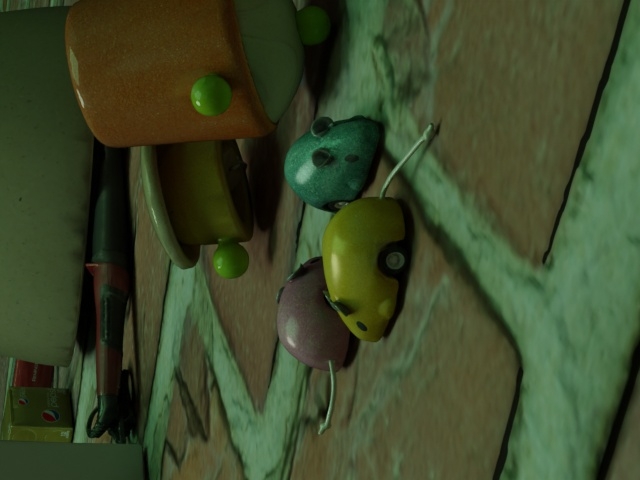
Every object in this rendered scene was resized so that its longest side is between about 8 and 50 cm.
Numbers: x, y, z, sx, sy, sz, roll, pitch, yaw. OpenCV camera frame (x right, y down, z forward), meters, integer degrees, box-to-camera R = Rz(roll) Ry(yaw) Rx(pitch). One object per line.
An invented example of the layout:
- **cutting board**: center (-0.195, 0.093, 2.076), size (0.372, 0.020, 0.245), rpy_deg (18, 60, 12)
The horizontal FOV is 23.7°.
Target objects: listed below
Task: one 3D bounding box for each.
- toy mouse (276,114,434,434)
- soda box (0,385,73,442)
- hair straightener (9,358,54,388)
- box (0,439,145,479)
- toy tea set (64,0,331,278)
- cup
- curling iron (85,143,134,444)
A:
- **toy mouse**: center (0.000, 0.000, 0.688), size (0.143, 0.031, 0.161), rpy_deg (-124, 40, -62)
- **soda box**: center (-0.287, 0.228, 1.503), size (0.058, 0.061, 0.181), rpy_deg (-108, 27, -51)
- **hair straightener**: center (-0.305, 0.077, 1.613), size (0.089, 0.047, 0.230), rpy_deg (144, 128, -67)
- **box**: center (-0.240, 0.326, 1.161), size (0.345, 0.168, 0.215), rpy_deg (115, 153, -51)
- **toy tea set**: center (-0.057, -0.158, 0.833), size (0.200, 0.124, 0.336), rpy_deg (61, -161, -65)
- **cup**: center (-0.334, -0.057, 1.373), size (0.331, 0.237, 0.331), rpy_deg (-176, 90, -79)
- **curling iron**: center (-0.171, 0.036, 1.217), size (0.068, 0.035, 0.274), rpy_deg (124, 145, -58)
